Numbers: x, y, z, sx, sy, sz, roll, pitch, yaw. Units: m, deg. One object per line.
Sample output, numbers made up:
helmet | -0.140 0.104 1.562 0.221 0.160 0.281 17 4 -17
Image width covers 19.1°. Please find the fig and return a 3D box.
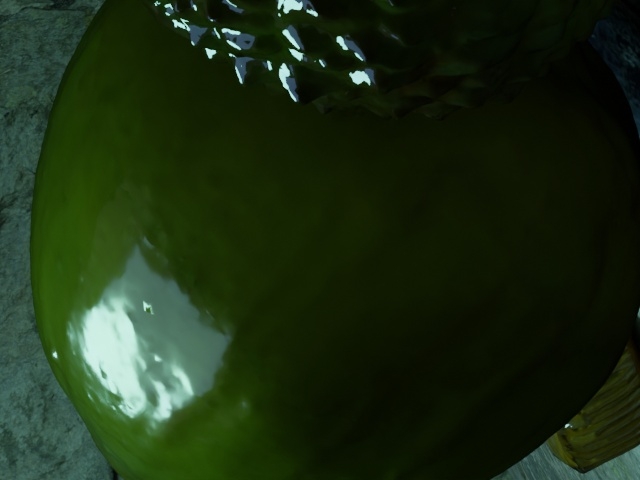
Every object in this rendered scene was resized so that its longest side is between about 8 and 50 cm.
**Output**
fig | -0.004 -0.003 0.994 0.343 0.343 0.343 60 177 6

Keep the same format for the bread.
bread | 0.228 0.102 1.705 0.199 0.104 0.199 155 90 -87

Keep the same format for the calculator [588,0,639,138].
calculator | 0.175 -0.100 1.200 0.161 0.021 0.261 42 167 30

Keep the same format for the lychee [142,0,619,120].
lychee | 0.041 -0.180 0.753 0.270 0.320 0.270 -171 90 -87
